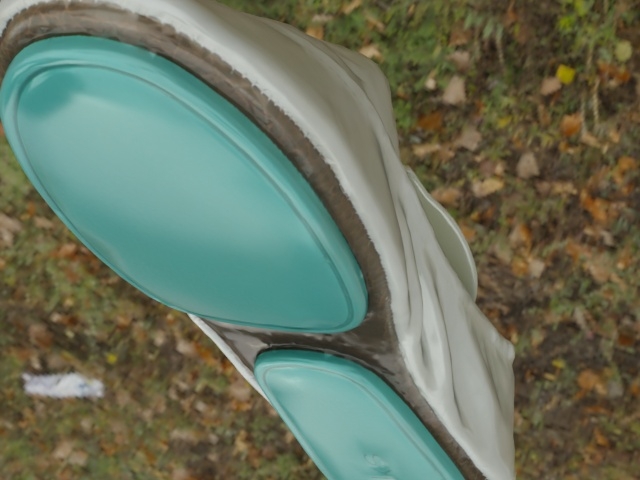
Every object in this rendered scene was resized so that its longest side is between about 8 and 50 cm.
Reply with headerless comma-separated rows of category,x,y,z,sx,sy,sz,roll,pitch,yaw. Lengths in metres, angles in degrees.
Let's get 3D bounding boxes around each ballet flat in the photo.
ballet flat,0.000,0.000,0.504,0.139,0.139,0.400,4,149,29
